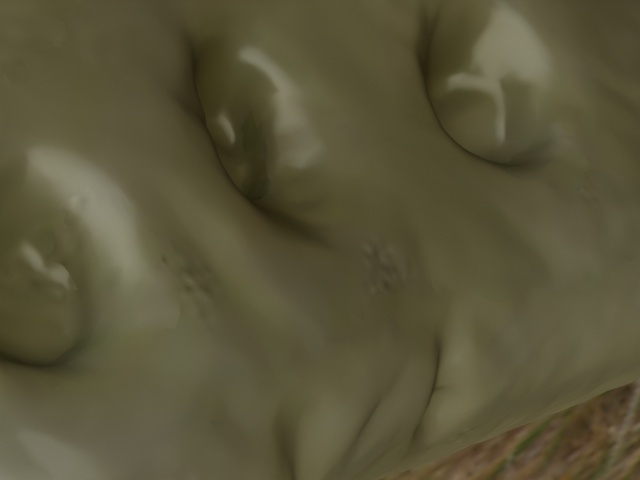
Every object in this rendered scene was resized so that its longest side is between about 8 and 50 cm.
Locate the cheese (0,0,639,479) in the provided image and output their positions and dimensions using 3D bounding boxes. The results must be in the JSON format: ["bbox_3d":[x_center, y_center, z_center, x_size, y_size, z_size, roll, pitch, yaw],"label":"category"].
[{"bbox_3d":[0.000,0.000,0.579,0.129,0.328,0.351,-44,32,43],"label":"cheese"}]
